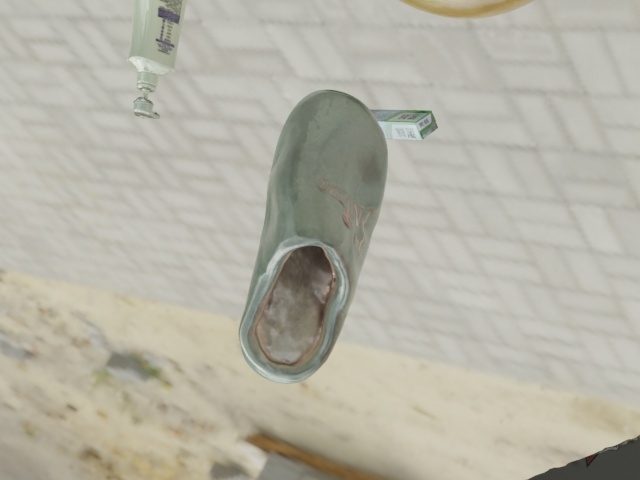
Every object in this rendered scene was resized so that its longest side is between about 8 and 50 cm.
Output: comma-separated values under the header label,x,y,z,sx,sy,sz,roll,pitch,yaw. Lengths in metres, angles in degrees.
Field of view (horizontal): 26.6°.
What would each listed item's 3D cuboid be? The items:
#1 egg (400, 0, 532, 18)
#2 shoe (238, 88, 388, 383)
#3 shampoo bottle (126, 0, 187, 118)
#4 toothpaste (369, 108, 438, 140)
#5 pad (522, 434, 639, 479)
label,x,y,z,sx,sy,sz,roll,pitch,yaw
egg,0.130,-0.399,1.417,0.351,0.283,0.282,57,153,1
shoe,0.000,0.000,0.864,0.079,0.195,0.078,16,-179,-14
shampoo bottle,-0.136,-0.169,1.106,0.034,0.141,0.049,-1,168,42
toothpaste,0.056,-0.090,1.049,0.083,0.020,0.017,8,127,53
pad,0.082,0.167,0.290,0.004,0.164,0.243,101,150,-65
